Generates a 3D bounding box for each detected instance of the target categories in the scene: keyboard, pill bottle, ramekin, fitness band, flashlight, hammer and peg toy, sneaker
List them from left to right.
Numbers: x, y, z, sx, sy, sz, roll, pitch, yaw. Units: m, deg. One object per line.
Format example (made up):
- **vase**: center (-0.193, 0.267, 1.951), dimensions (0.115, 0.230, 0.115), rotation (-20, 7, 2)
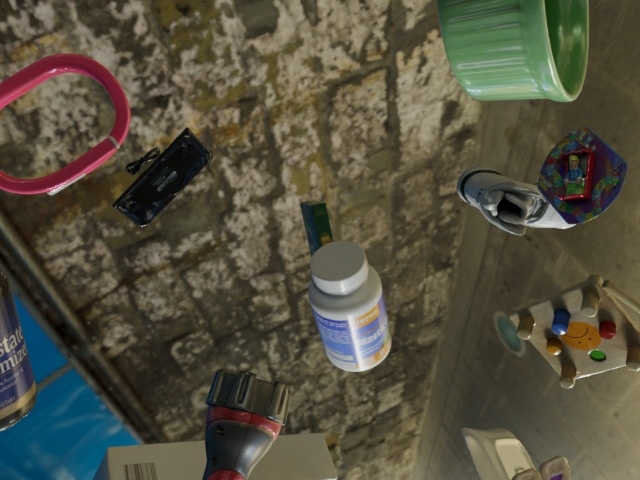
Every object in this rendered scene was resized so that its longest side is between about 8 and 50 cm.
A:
- **pill bottle**: center (-0.397, 0.098, 0.701), dimensions (0.123, 0.123, 0.219), rotation (-144, 45, -64)
- **fitness band**: center (-0.487, -0.207, 1.151), dimensions (0.209, 0.291, 0.054), rotation (55, 170, -9)
- **keyboard**: center (-0.272, -0.112, 1.073), dimensions (0.023, 0.180, 0.108), rotation (39, 174, 40)
- **flashlight**: center (-0.115, 0.308, 0.739), dimensions (0.103, 0.304, 0.103), rotation (-2, 152, 32)
- **pill bottle**: center (0.059, 0.136, 1.329), dimensions (0.152, 0.152, 0.272), rotation (51, 163, 45)
- **ramekin**: center (0.287, -0.349, 0.937), dimensions (0.148, 0.303, 0.303), rotation (0, 121, 33)
- **sneaker**: center (0.552, -0.084, 1.684), dimensions (0.210, 0.366, 0.137), rotation (-101, 28, -67)
- **hammer and peg toy**: center (0.671, 0.200, 1.541), dimensions (0.266, 0.127, 0.361), rotation (46, 135, -10)

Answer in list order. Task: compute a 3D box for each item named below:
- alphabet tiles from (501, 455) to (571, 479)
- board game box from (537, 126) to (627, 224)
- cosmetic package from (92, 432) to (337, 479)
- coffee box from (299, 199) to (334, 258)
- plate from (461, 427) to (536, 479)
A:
- **alphabet tiles**: center (0.332, 0.488, 0.991), dimensions (0.021, 0.284, 0.277), rotation (0, 102, 66)
- **board game box**: center (0.413, -0.110, 1.046), dimensions (0.133, 0.033, 0.168), rotation (-56, 34, 29)
- **cosmetic package**: center (-0.201, 0.447, 1.083), dimensions (0.284, 0.377, 0.097), rotation (-59, 39, 33)
- **coffee box**: center (0.000, 0.000, 1.463), dimensions (0.113, 0.041, 0.184), rotation (-161, 58, -76)
- **plate**: center (0.398, 0.500, 1.273), dimensions (0.278, 0.045, 0.277), rotation (24, -141, -54)
